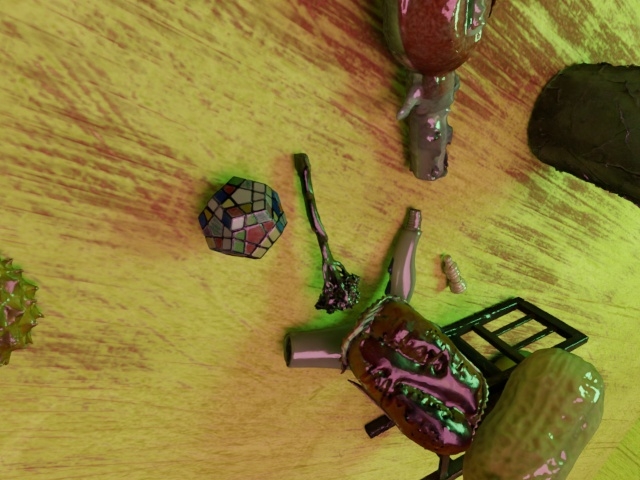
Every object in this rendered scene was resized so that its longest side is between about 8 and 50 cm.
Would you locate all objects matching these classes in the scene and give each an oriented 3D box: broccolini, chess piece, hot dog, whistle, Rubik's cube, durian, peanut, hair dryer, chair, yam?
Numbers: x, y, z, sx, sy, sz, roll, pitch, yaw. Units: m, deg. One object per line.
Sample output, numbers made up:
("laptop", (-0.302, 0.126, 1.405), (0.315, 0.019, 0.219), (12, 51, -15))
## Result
("broccolini", (0.006, 0.002, 0.612), (0.071, 0.057, 0.255), (-35, 123, -32))
("chess piece", (0.258, 0.063, 0.831), (0.035, 0.035, 0.092), (-37, 124, -8))
("hot dog", (0.151, 0.208, 0.662), (0.270, 0.082, 0.163), (44, 77, -4))
("whistle", (0.149, -0.234, 0.552), (0.346, 0.133, 0.142), (79, 32, -41))
("Rubik's cube", (-0.096, -0.026, 0.536), (0.111, 0.111, 0.093), (-22, 152, -18))
("durian", (-0.377, 0.061, 0.427), (0.140, 0.078, 0.224), (-21, 125, -19))
("peanut", (0.348, 0.322, 0.706), (0.313, 0.152, 0.152), (-48, 130, -19))
("hair dryer", (0.069, 0.122, 0.729), (0.295, 0.119, 0.298), (-19, 107, -16))
("chair", (0.321, 0.312, 0.902), (0.415, 0.203, 0.241), (-13, 117, -22))
("yam", (0.539, -0.155, 0.689), (0.240, 0.348, 0.241), (-18, 130, -23))

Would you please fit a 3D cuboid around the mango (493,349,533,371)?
("mango", (0.460, 0.387, 1.072), (0.156, 0.114, 0.251), (28, 100, -30))
